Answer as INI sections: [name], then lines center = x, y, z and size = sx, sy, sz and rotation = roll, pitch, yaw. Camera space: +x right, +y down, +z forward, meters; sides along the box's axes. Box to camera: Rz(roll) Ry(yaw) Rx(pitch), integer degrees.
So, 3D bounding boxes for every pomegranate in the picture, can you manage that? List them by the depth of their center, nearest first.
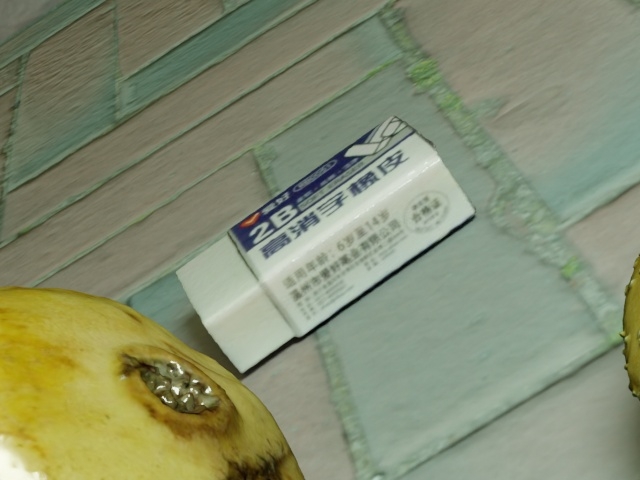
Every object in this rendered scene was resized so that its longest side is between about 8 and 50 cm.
[pomegranate]
center = -0.126, 0.144, 0.686
size = 0.260, 0.260, 0.260
rotation = -29, 23, 14

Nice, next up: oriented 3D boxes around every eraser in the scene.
[eraser]
center = 0.000, 0.000, 1.194
size = 0.210, 0.068, 0.124
rotation = -35, 25, -2

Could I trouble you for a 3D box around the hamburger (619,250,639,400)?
[hamburger]
center = 0.231, 0.023, 0.764
size = 0.215, 0.122, 0.189
rotation = -10, 35, 49
